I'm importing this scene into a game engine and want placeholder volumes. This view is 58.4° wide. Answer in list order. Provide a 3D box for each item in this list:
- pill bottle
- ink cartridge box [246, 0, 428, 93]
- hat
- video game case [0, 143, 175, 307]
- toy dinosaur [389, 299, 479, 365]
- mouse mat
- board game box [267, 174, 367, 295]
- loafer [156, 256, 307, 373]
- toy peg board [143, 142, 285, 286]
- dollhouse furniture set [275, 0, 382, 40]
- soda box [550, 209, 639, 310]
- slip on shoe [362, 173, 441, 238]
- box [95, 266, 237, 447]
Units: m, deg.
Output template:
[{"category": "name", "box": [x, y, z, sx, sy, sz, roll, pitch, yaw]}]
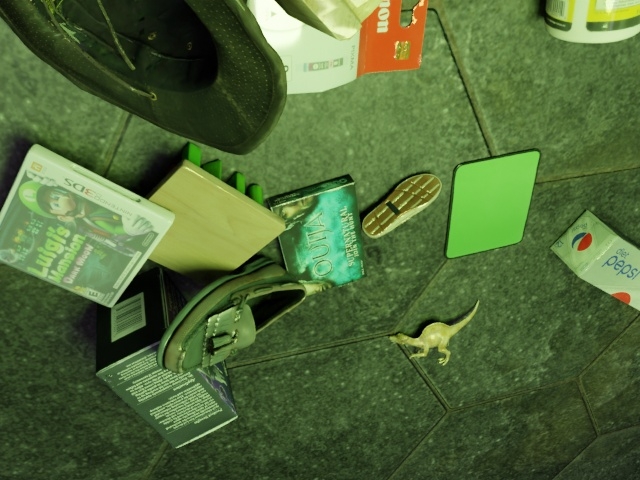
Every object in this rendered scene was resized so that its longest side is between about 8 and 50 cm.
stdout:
[{"category": "pill bottle", "box": [0.332, -0.350, 0.665, 0.119, 0.119, 0.208, -17, 129, -8]}, {"category": "ink cartridge box", "box": [0.027, -0.270, 0.656, 0.233, 0.066, 0.189, -6, 127, -11]}, {"category": "hat", "box": [-0.156, -0.229, 0.531, 0.331, 0.331, 0.133, 50, 59, -39]}, {"category": "video game case", "box": [-0.299, -0.007, 0.704, 0.173, 0.022, 0.190, 29, 126, -22]}, {"category": "toy dinosaur", "box": [0.223, 0.181, 1.062, 0.183, 0.053, 0.092, -18, 128, -7]}, {"category": "mouse mat", "box": [0.279, -0.056, 0.938, 0.153, 0.007, 0.189, -12, 127, -12]}, {"category": "board game box", "box": [0.000, 0.000, 0.863, 0.126, 0.026, 0.186, -18, 129, -8]}, {"category": "loafer", "box": [-0.103, 0.096, 0.756, 0.084, 0.267, 0.096, 24, 118, 15]}, {"category": "toy peg board", "box": [-0.159, -0.036, 0.759, 0.161, 0.079, 0.161, 32, 125, -34]}, {"category": "dollhouse furniture set", "box": [-0.048, -0.357, 0.316, 0.256, 0.362, 0.394, -45, 118, 9]}, {"category": "soda box", "box": [0.563, 0.051, 1.066, 0.286, 0.091, 0.098, 24, 115, -32]}, {"category": "slip on shoe", "box": [0.122, -0.050, 0.864, 0.135, 0.051, 0.041, -40, 168, 1]}, {"category": "box", "box": [-0.221, 0.171, 0.828, 0.108, 0.153, 0.207, -27, 131, -1]}]
